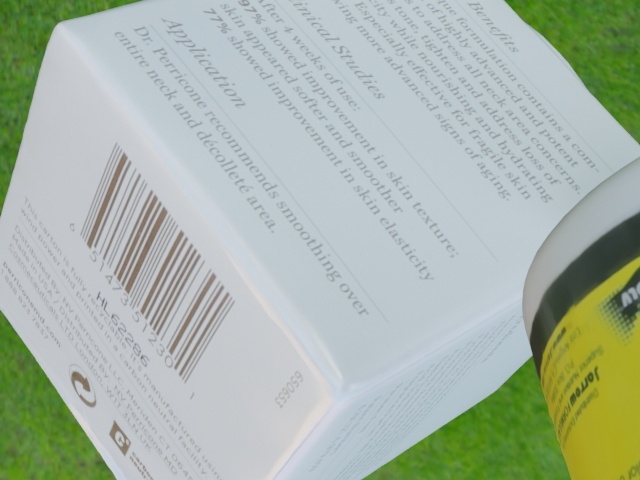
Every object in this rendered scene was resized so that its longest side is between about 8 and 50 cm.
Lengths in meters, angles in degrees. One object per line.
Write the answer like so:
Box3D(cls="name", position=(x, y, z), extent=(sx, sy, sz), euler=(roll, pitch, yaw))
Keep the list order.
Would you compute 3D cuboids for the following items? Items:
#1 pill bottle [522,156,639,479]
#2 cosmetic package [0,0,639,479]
Box3D(cls="pill bottle", position=(0.199, 0.130, 0.395), extent=(0.188, 0.334, 0.188), euler=(-8, 146, -6))
Box3D(cls="cosmetic package", position=(0.000, 0.000, 0.952), extent=(0.393, 0.329, 0.327), euler=(-24, 158, -37))
